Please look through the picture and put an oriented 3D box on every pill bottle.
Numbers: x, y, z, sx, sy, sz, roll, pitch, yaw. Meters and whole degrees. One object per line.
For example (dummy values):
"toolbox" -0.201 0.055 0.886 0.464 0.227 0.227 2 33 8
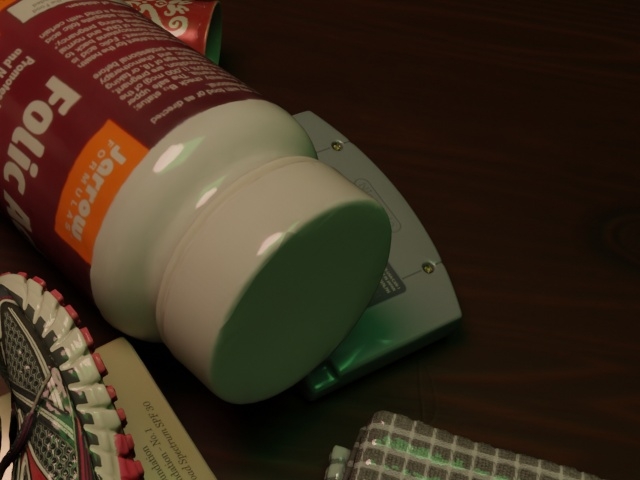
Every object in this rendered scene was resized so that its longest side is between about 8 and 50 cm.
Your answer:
"pill bottle" -0.145 -0.054 0.728 0.224 0.224 0.392 -34 56 -30

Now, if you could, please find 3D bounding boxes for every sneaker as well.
"sneaker" -0.170 0.149 0.538 0.112 0.121 0.299 -20 61 -22

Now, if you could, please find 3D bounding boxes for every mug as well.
"mug" -0.205 -0.209 0.943 0.169 0.113 0.150 9 51 0

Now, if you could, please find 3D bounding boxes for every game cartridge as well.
"game cartridge" 0.000 0.000 0.864 0.198 0.062 0.297 -19 59 -28

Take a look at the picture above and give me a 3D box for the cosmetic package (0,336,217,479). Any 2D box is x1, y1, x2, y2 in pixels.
"cosmetic package" -0.242 0.219 0.616 0.309 0.113 0.160 -27 63 -28

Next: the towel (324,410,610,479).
"towel" 0.122 0.274 0.642 0.283 0.121 0.235 19 52 3
